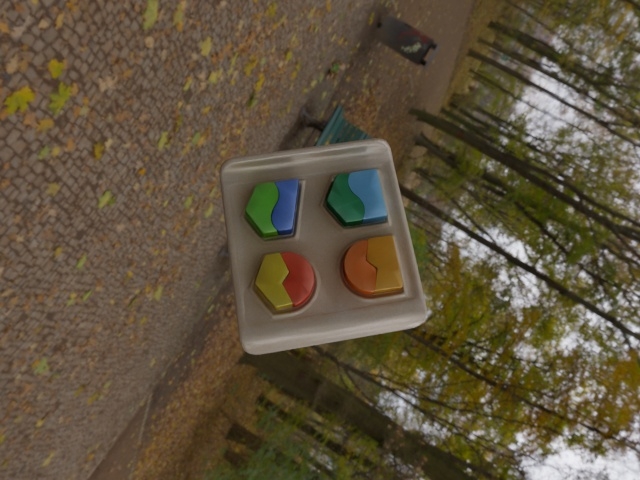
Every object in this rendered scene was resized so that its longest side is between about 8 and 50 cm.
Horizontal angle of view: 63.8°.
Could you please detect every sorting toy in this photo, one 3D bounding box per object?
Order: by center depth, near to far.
[{"bbox_3d":[0.000,0.000,0.536,0.038,0.192,0.209,103,-22,-77],"label":"sorting toy"}]
